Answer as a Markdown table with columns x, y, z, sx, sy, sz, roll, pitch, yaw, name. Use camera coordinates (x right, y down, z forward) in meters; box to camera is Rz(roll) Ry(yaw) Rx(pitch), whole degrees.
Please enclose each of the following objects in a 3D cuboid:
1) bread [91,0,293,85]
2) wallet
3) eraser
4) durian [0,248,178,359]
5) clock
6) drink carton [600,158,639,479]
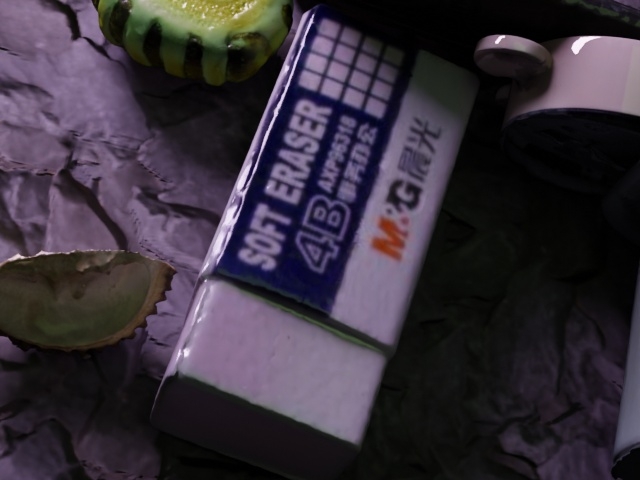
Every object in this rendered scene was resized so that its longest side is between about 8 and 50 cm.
| x | y | z | sx | sy | sz | roll | pitch | yaw | name |
| --- | --- | --- | --- | --- | --- | --- | --- | --- | --- |
| -0.086 | -0.163 | 1.172 | 0.139 | 0.071 | 0.130 | 24 | 56 | 0 | bread |
| 0.135 | -0.142 | 1.176 | 0.321 | 0.170 | 0.044 | 18 | 83 | -7 | wallet |
| 0.000 | 0.000 | 1.101 | 0.130 | 0.086 | 0.287 | 21 | 59 | -5 | eraser |
| -0.149 | 0.038 | 1.053 | 0.130 | 0.066 | 0.052 | -7 | 64 | -9 | durian |
| 0.194 | -0.073 | 1.150 | 0.229 | 0.156 | 0.063 | 23 | 71 | -25 | clock |
| 0.270 | 0.061 | 1.102 | 0.186 | 0.191 | 0.189 | 10 | 70 | -10 | drink carton |
